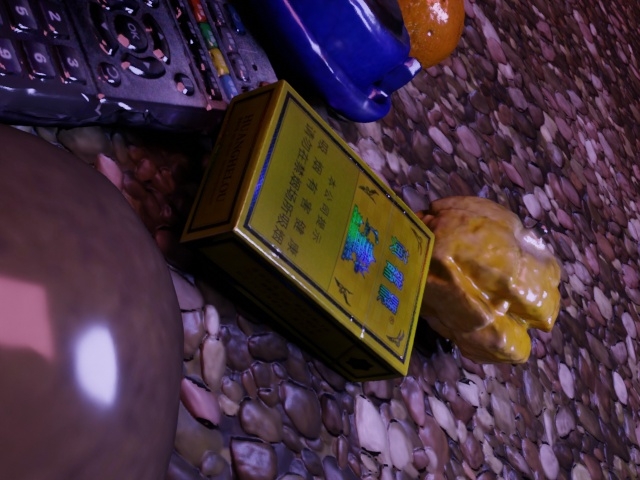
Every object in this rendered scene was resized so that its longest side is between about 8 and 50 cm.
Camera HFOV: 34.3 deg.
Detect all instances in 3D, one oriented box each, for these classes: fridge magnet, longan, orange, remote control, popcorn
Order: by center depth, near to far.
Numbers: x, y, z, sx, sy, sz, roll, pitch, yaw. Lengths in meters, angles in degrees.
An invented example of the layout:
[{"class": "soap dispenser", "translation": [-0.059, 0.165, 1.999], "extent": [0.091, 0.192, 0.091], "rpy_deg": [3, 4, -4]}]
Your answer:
[{"class": "longan", "translation": [-0.180, 0.057, 0.455], "extent": [0.246, 0.215, 0.246], "rpy_deg": [3, 74, -10]}, {"class": "remote control", "translation": [-0.170, -0.132, 0.735], "extent": [0.399, 0.062, 0.145], "rpy_deg": [-3, 67, -55]}, {"class": "popcorn", "translation": [0.144, 0.038, 0.949], "extent": [0.148, 0.152, 0.167], "rpy_deg": [-2, 53, -53]}, {"class": "fridge magnet", "translation": [-0.004, -0.232, 0.968], "extent": [0.265, 0.112, 0.265], "rpy_deg": [51, 19, -25]}, {"class": "orange", "translation": [0.094, -0.251, 1.121], "extent": [0.117, 0.135, 0.136], "rpy_deg": [-9, 68, -18]}]

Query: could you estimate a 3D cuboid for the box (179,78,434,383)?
[{"class": "box", "translation": [0.000, 0.000, 0.812], "extent": [0.220, 0.064, 0.141], "rpy_deg": [40, 50, -36]}]
